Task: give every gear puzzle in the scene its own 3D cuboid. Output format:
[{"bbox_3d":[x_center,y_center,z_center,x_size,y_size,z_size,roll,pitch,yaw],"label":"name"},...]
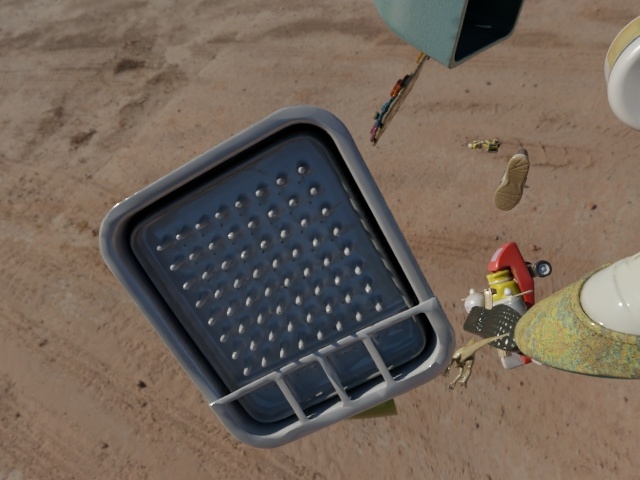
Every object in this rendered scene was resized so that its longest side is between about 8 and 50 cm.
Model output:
[{"bbox_3d":[0.225,-0.426,1.201,0.044,0.175,0.338,32,75,4],"label":"gear puzzle"}]

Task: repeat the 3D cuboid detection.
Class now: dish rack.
[{"bbox_3d":[-0.039,0.051,0.490,0.286,0.332,0.072,-27,16,10],"label":"dish rack"}]

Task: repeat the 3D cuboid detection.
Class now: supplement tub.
[{"bbox_3d":[0.486,-0.246,0.618,0.144,0.144,0.199,12,37,25],"label":"supplement tub"}]

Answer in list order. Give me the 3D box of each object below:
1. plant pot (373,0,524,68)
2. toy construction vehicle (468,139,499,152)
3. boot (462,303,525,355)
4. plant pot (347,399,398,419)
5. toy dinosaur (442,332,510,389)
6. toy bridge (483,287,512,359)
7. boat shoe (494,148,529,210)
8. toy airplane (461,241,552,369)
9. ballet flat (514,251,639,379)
[{"bbox_3d":[0.245,-0.529,0.855,0.247,0.247,0.252,-34,57,-29],"label":"plant pot"},{"bbox_3d":[0.537,-0.312,1.424,0.098,0.035,0.086,1,26,4],"label":"toy construction vehicle"},{"bbox_3d":[0.407,0.197,0.888,0.161,0.246,0.083,26,87,1],"label":"boot"},{"bbox_3d":[0.082,0.492,1.503,0.294,0.274,0.274,-16,52,3],"label":"plant pot"},{"bbox_3d":[0.246,0.200,0.753,0.053,0.183,0.092,35,63,14],"label":"toy dinosaur"},{"bbox_3d":[0.463,0.217,1.159,0.026,0.063,0.188,-23,64,39],"label":"toy bridge"},{"bbox_3d":[0.784,-0.242,1.780,0.103,0.285,0.092,23,53,24],"label":"boat shoe"},{"bbox_3d":[0.632,0.249,1.510,0.273,0.386,0.384,1,40,-1],"label":"toy airplane"},{"bbox_3d":[0.337,0.047,0.353,0.349,0.123,0.123,-6,52,34],"label":"ballet flat"}]
